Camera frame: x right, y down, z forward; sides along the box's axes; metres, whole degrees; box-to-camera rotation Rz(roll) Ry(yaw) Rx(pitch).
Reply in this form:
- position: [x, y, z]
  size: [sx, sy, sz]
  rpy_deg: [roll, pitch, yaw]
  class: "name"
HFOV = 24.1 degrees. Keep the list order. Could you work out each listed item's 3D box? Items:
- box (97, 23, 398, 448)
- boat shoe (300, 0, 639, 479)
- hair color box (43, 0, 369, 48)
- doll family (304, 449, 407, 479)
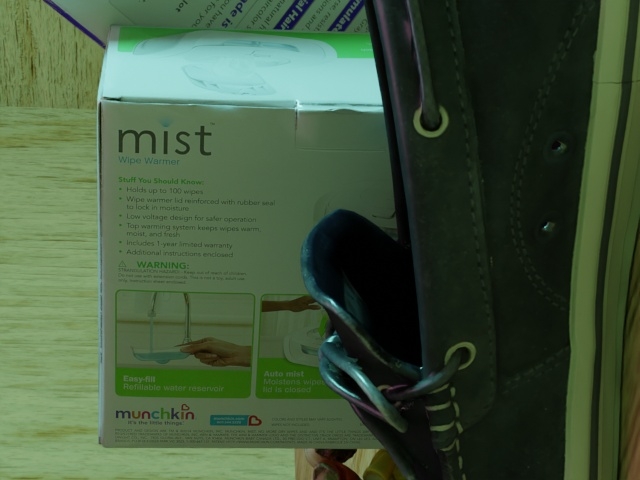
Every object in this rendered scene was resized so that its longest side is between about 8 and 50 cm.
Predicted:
- position: [0.000, 0.000, 0.895]
  size: [0.126, 0.262, 0.231]
  rpy_deg: [-99, 11, -62]
  class: "box"
- position: [0.066, 0.037, 0.754]
  size: [0.187, 0.156, 0.500]
  rpy_deg: [-104, 15, -67]
  class: "boat shoe"
- position: [-0.058, -0.177, 0.996]
  size: [0.110, 0.185, 0.339]
  rpy_deg: [37, 179, 40]
  class: "hair color box"
- position: [0.069, 0.199, 1.074]
  size: [0.263, 0.118, 0.163]
  rpy_deg: [62, -162, -61]
  class: "doll family"
